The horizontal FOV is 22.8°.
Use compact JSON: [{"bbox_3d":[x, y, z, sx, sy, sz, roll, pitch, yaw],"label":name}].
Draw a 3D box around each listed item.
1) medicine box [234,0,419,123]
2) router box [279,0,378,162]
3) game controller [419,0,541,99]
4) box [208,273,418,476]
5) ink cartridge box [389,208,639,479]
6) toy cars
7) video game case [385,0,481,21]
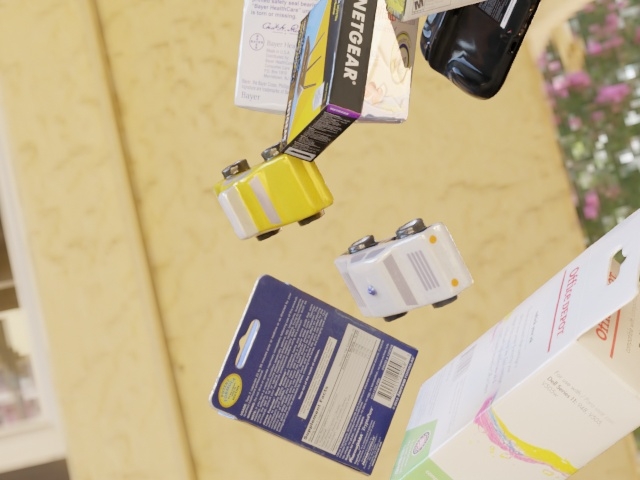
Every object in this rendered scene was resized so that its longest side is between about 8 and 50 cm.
[{"bbox_3d":[0.020,-0.308,2.126,0.149,0.289,0.263,10,7,24],"label":"medicine box"},{"bbox_3d":[0.010,-0.195,1.776,0.046,0.178,0.133,18,-28,-19],"label":"router box"},{"bbox_3d":[0.251,-0.367,2.337,0.067,0.166,0.319,-21,-38,-48],"label":"game controller"},{"bbox_3d":[-0.011,0.127,1.509,0.225,0.136,0.036,30,-11,-40],"label":"box"},{"bbox_3d":[0.242,0.144,1.637,0.353,0.119,0.207,-43,10,31],"label":"ink cartridge box"},{"bbox_3d":[0.000,0.000,1.837,0.087,0.394,0.176,-33,-41,-35],"label":"toy cars"},{"bbox_3d":[0.181,-0.365,1.760,0.232,0.042,0.210,-19,-50,-29],"label":"video game case"}]
